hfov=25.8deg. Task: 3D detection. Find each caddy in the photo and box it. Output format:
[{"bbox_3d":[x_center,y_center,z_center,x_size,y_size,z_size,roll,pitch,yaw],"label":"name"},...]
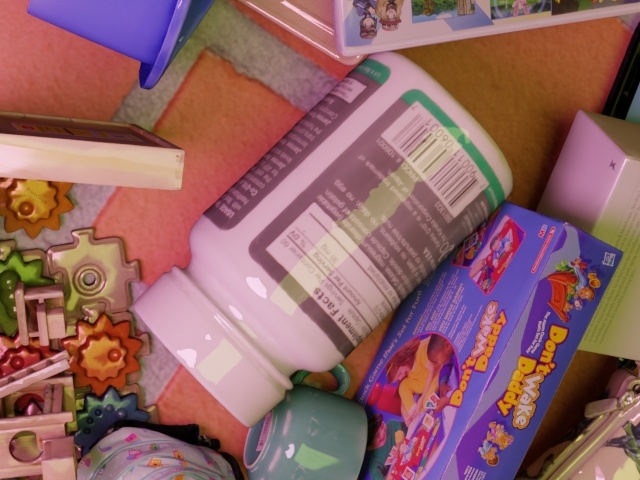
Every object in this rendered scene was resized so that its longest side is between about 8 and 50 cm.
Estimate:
[{"bbox_3d":[-0.145,-0.311,1.269,0.179,0.241,0.341,15,96,-15],"label":"caddy"}]

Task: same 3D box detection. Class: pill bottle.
[{"bbox_3d":[0.000,0.000,1.391,0.361,0.204,0.204,-44,109,-5],"label":"pill bottle"}]

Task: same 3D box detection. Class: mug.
[{"bbox_3d":[-0.023,0.209,1.477,0.097,0.158,0.129,20,118,-17],"label":"mug"}]

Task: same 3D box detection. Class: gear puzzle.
[{"bbox_3d":[-0.262,0.078,1.410,0.175,0.044,0.339,-9,103,-15],"label":"gear puzzle"}]

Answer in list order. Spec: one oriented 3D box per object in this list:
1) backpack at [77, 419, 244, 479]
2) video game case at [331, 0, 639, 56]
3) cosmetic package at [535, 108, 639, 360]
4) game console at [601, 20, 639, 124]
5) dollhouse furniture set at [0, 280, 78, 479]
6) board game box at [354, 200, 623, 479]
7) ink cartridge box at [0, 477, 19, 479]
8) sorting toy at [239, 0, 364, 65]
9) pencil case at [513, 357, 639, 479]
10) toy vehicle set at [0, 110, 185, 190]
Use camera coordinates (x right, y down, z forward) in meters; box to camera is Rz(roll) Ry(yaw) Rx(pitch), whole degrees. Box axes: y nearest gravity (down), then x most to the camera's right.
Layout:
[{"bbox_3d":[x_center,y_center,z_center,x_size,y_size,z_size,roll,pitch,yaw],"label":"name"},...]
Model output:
[{"bbox_3d":[-0.165,0.256,1.410,0.152,0.115,0.182,-58,142,-4],"label":"backpack"},{"bbox_3d":[0.161,-0.345,1.332,0.329,0.036,0.300,-10,112,-13],"label":"video game case"},{"bbox_3d":[0.353,0.004,1.509,0.224,0.138,0.224,11,114,-21],"label":"cosmetic package"},{"bbox_3d":[0.409,-0.221,1.559,0.213,0.044,0.361,19,95,-19],"label":"game console"},{"bbox_3d":[-0.284,0.138,1.302,0.101,0.182,0.161,-5,104,-9],"label":"dollhouse furniture set"},{"bbox_3d":[0.148,0.128,1.444,0.078,0.233,0.347,24,93,-24],"label":"board game box"},{"bbox_3d":[-0.359,0.382,1.434,0.275,0.060,0.239,-46,133,-4],"label":"ink cartridge box"},{"bbox_3d":[-0.004,-0.303,1.394,0.208,0.038,0.193,31,90,2],"label":"sorting toy"},{"bbox_3d":[0.263,0.319,1.556,0.410,0.160,0.183,-45,119,-5],"label":"pencil case"},{"bbox_3d":[-0.229,-0.085,1.271,0.166,0.267,0.035,4,98,-17],"label":"toy vehicle set"}]
